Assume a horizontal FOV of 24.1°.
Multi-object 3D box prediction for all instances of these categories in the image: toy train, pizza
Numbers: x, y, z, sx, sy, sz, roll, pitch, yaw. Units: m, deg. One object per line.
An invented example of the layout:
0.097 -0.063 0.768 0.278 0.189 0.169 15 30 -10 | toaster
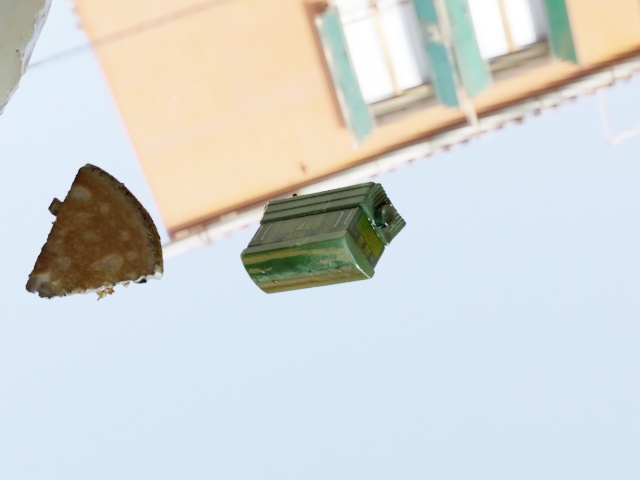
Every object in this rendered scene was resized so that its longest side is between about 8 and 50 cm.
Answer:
0.000 0.000 0.847 0.093 0.038 0.056 -9 -143 38 | toy train
-0.126 0.004 0.817 0.078 0.025 0.083 -35 -113 3 | pizza

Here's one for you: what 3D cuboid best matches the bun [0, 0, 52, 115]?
-0.255 -0.174 0.759 0.235 0.326 0.362 16 -137 -23 | bun
